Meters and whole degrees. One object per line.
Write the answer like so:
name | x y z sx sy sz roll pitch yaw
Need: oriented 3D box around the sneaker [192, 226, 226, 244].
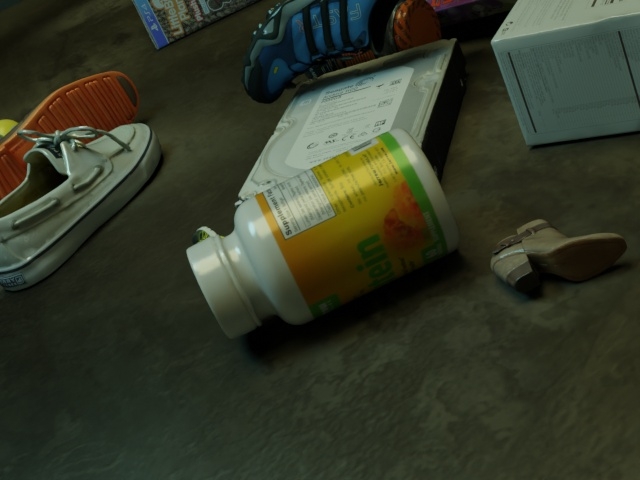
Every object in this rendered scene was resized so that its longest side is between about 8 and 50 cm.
sneaker | -0.134 0.008 1.312 0.035 0.031 0.083 -38 29 -23

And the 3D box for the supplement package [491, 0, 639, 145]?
supplement package | 0.331 -0.204 1.179 0.244 0.139 0.134 -5 34 33

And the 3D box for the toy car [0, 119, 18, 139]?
toy car | -0.515 -0.197 1.993 0.239 0.053 0.225 -25 26 0

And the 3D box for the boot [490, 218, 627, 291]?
boot | 0.211 0.005 1.009 0.118 0.042 0.087 -20 25 10

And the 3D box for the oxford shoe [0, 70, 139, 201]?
oxford shoe | -0.450 -0.157 1.789 0.364 0.130 0.133 -41 24 -30

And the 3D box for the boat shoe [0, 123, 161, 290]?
boat shoe | -0.365 -0.098 1.565 0.136 0.156 0.367 -4 34 36

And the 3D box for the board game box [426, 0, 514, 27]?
board game box | 0.206 -0.411 1.618 0.347 0.056 0.208 -7 65 37

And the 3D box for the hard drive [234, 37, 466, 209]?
hard drive | 0.049 -0.136 1.386 0.237 0.064 0.339 -12 28 24

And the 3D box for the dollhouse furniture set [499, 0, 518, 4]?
dollhouse furniture set | 0.169 -0.350 1.407 0.302 0.197 0.151 18 54 12

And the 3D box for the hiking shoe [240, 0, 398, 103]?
hiking shoe | 0.012 -0.272 1.436 0.304 0.132 0.113 -47 -11 31

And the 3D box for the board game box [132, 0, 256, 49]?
board game box | -0.253 -0.545 2.308 0.291 0.141 0.232 -26 26 -2

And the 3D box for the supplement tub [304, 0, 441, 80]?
supplement tub | 0.069 -0.284 1.579 0.190 0.117 0.117 -1 35 39

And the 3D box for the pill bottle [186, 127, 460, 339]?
pill bottle | 0.000 0.000 1.092 0.246 0.136 0.136 -26 26 -1
